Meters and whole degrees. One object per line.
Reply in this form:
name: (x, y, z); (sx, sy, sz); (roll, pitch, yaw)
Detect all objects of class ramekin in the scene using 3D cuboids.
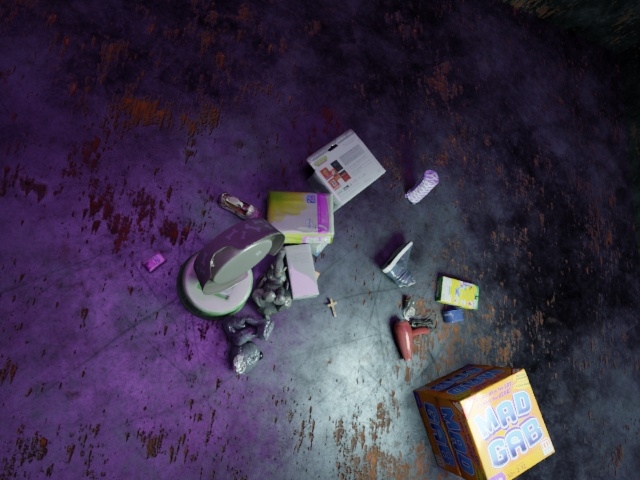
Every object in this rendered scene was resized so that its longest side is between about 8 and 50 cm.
ramekin: (-0.416, 0.165, 1.683); (0.304, 0.148, 0.303); (5, 76, -19)

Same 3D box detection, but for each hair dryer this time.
hair dryer: (0.450, 0.431, 1.977); (0.224, 0.080, 0.293); (34, 69, -11)

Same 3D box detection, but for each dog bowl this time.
dog bowl: (-0.295, 0.051, 1.499); (0.349, 0.348, 0.102); (-33, 78, -24)

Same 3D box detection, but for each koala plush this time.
koala plush: (-0.301, 0.419, 1.656); (0.204, 0.196, 0.221); (9, 75, -6)

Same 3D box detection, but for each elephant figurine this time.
elephant figurine: (-0.193, 0.180, 1.768); (0.169, 0.186, 0.239); (48, 30, -40)

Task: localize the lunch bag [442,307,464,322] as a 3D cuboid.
lunch bag: (0.660, 0.368, 2.075); (0.099, 0.067, 0.065); (-6, 80, -22)

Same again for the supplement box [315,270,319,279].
supplement box: (-0.053, 0.177, 1.874); (0.062, 0.036, 0.098); (29, 70, -11)

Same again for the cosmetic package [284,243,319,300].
cosmetic package: (-0.086, 0.137, 1.814); (0.118, 0.085, 0.230); (-6, 75, -11)

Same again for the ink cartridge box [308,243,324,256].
ink cartridge box: (0.000, 0.000, 1.903); (0.052, 0.088, 0.122); (35, 67, 15)

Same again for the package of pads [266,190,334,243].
package of pads: (-0.090, -0.098, 1.839); (0.297, 0.101, 0.229); (2, 62, -5)

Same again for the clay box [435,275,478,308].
clay box: (0.694, 0.269, 2.119); (0.222, 0.053, 0.127); (16, 72, -17)

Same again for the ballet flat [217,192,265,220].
ballet flat: (-0.340, -0.143, 1.820); (0.222, 0.079, 0.076); (26, 69, -13)

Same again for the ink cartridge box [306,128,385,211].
ink cartridge box: (0.104, -0.336, 2.001); (0.309, 0.130, 0.271); (-38, 91, -24)

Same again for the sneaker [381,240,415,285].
sneaker: (0.413, 0.123, 2.032); (0.163, 0.086, 0.226); (47, 65, -7)

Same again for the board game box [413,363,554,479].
board game box: (0.695, 0.785, 1.835); (0.357, 0.356, 0.356); (-16, 84, -22)

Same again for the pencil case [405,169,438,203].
pencil case: (0.506, -0.269, 2.098); (0.088, 0.206, 0.086); (11, 61, -15)

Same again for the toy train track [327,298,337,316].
toy train track: (0.055, 0.306, 1.898); (0.048, 0.014, 0.083); (-14, 88, -30)

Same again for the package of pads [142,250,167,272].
package of pads: (-0.662, 0.086, 1.674); (0.083, 0.032, 0.050); (-42, 91, -23)
